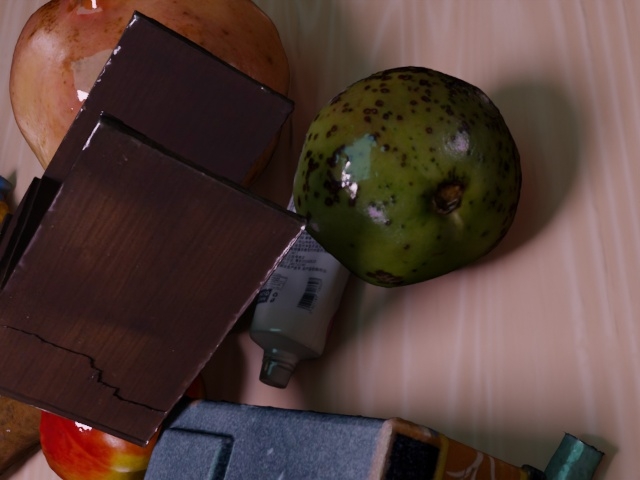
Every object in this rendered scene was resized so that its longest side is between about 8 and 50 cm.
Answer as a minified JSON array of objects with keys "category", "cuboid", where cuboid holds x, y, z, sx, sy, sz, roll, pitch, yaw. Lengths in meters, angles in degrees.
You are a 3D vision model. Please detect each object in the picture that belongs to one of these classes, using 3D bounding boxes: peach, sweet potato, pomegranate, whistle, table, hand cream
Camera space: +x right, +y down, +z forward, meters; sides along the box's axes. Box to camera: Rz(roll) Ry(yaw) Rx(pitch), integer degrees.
[{"category":"peach","cuboid":[-0.224,0.177,0.934,0.192,0.190,0.190,41,96,26]},{"category":"sweet potato","cuboid":[-0.371,0.227,1.091,0.292,0.097,0.097,-40,50,24]},{"category":"pomegranate","cuboid":[-0.207,-0.189,1.006,0.338,0.338,0.338,-17,59,31]},{"category":"whistle","cuboid":[0.171,0.246,0.694,0.039,0.039,0.186,27,87,42]},{"category":"pomegranate","cuboid":[0.075,-0.068,0.827,0.214,0.214,0.248,-49,21,8]},{"category":"table","cuboid":[-0.171,-0.016,0.782,0.282,0.196,0.250,-52,22,25]},{"category":"hand cream","cuboid":[0.000,0.000,0.939,0.124,0.078,0.340,1,62,38]}]

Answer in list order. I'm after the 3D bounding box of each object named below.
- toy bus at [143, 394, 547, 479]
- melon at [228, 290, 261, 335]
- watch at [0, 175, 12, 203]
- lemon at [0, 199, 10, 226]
[{"category":"toy bus","cuboid":[-0.002,0.227,0.711,0.324,0.194,0.161,-7,62,49]},{"category":"melon","cuboid":[-0.112,0.055,0.965,0.130,0.098,0.098,-45,49,14]},{"category":"watch","cuboid":[-0.664,-0.069,1.334,0.241,0.274,0.305,-46,54,11]},{"category":"lemon","cuboid":[-0.496,0.062,1.199,0.188,0.188,0.256,25,89,42]}]
